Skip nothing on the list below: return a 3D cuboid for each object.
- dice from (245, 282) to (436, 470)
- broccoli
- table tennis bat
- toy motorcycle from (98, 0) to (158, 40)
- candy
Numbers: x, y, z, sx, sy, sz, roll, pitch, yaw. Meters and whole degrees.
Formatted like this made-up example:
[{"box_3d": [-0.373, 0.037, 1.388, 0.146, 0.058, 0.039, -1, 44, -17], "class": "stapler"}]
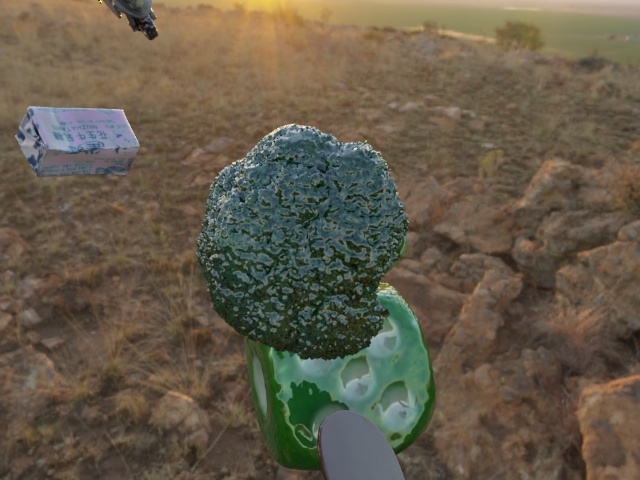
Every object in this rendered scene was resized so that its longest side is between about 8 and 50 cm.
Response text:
[{"box_3d": [0.025, 0.244, 1.119, 0.300, 0.287, 0.297, -10, 0, -16], "class": "dice"}, {"box_3d": [0.000, 0.000, 0.715, 0.297, 0.297, 0.298, -1, 20, -42], "class": "broccoli"}, {"box_3d": [0.075, 0.354, 0.782, 0.154, 0.021, 0.274, 15, 43, -42], "class": "table tennis bat"}, {"box_3d": [-0.328, -0.415, 0.920, 0.080, 0.215, 0.122, -36, 11, -11], "class": "toy motorcycle"}, {"box_3d": [-0.371, -0.151, 0.916, 0.160, 0.073, 0.092, -11, 61, -45], "class": "candy"}]
